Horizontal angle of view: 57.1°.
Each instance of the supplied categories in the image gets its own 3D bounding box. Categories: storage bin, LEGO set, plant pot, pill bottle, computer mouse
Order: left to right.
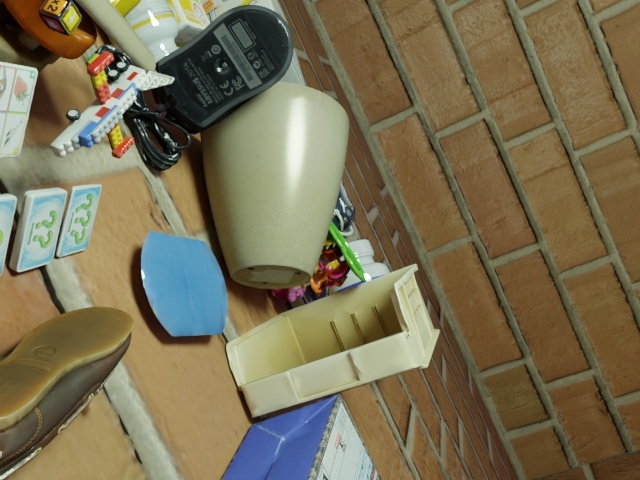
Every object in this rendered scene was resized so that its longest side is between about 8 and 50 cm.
[{"bbox_3d":[-0.221,-0.081,0.526,0.182,0.060,0.244,-34,144,-74],"label":"LEGO set"},{"bbox_3d":[-0.277,-0.338,0.878,0.184,0.103,0.103,63,16,-12],"label":"pill bottle"},{"bbox_3d":[-0.167,-0.241,0.850,0.188,0.272,0.072,61,-3,-11],"label":"computer mouse"},{"bbox_3d":[-0.075,-0.069,0.961,0.256,0.256,0.274,38,46,-59],"label":"plant pot"},{"bbox_3d":[0.030,0.149,0.900,0.123,0.262,0.260,69,16,2],"label":"storage bin"},{"bbox_3d":[0.105,0.143,1.344,0.272,0.152,0.152,70,16,13],"label":"pill bottle"}]

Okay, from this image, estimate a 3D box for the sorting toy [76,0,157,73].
[{"bbox_3d":[-0.236,-0.273,0.567,0.196,0.047,0.348,50,-1,8],"label":"sorting toy"}]

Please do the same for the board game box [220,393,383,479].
[{"bbox_3d":[0.005,0.382,0.709,0.291,0.141,0.232,64,16,-7],"label":"board game box"}]

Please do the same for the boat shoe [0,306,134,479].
[{"bbox_3d":[-0.226,0.120,0.488,0.207,0.073,0.073,-47,150,-69],"label":"boat shoe"}]

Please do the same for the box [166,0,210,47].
[{"bbox_3d":[-0.281,-0.419,0.980,0.203,0.103,0.114,65,17,-4],"label":"box"}]

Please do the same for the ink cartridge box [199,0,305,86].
[{"bbox_3d":[-0.152,-0.408,1.221,0.168,0.171,0.233,56,16,-59],"label":"ink cartridge box"}]

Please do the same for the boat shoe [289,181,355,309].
[{"bbox_3d":[0.000,0.000,1.193,0.127,0.158,0.341,43,28,-54],"label":"boat shoe"}]

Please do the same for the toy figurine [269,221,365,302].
[{"bbox_3d":[-0.017,0.059,1.044,0.130,0.159,0.173,53,6,-31],"label":"toy figurine"}]

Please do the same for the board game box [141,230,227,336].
[{"bbox_3d":[-0.183,0.062,0.760,0.168,0.033,0.133,14,59,-64],"label":"board game box"}]

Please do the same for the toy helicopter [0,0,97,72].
[{"bbox_3d":[-0.353,-0.282,0.589,0.235,0.140,0.355,43,16,-34],"label":"toy helicopter"}]
